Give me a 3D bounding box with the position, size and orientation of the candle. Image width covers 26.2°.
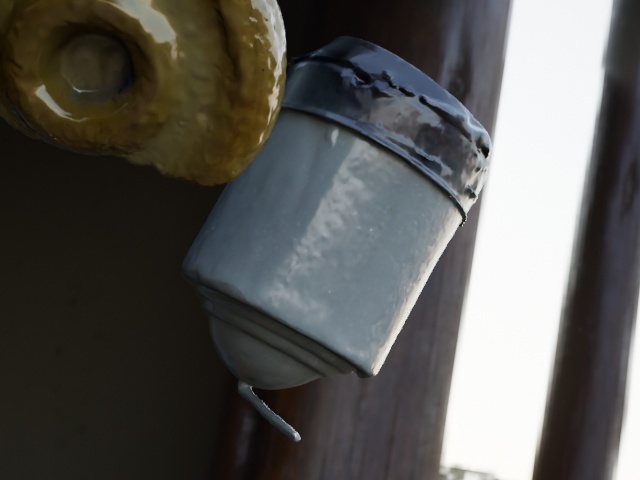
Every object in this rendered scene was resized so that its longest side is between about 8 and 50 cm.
[{"bbox_3d":[0.000,0.000,1.274,0.221,0.342,0.221,30,-8,5],"label":"candle"}]

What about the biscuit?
[{"bbox_3d":[-0.158,-0.164,1.020,0.274,0.213,0.091,13,19,2],"label":"biscuit"}]
